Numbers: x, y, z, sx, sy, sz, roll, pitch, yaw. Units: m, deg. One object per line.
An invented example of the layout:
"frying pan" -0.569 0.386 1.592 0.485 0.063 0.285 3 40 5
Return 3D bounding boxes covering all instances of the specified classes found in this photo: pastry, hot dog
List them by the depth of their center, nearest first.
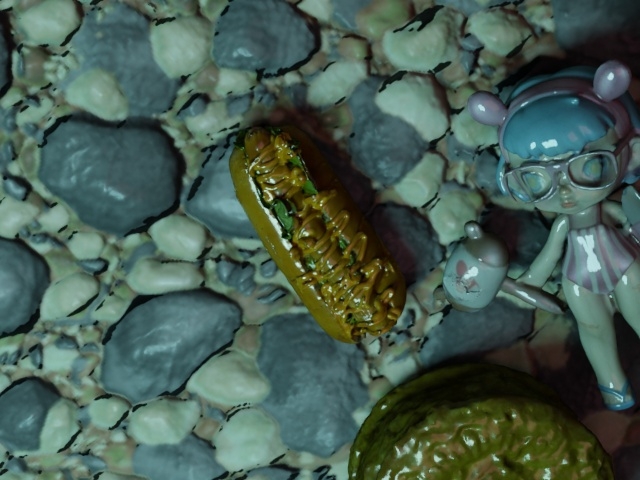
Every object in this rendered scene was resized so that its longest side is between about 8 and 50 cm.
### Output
"hot dog" 0.000 0.000 0.895 0.072 0.055 0.188 -34 106 2
"pastry" 0.117 0.182 0.937 0.189 0.103 0.188 -2 107 -7

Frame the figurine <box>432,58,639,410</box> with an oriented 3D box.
"figurine" 0.177 0.001 0.907 0.205 0.103 0.260 -9 114 34
